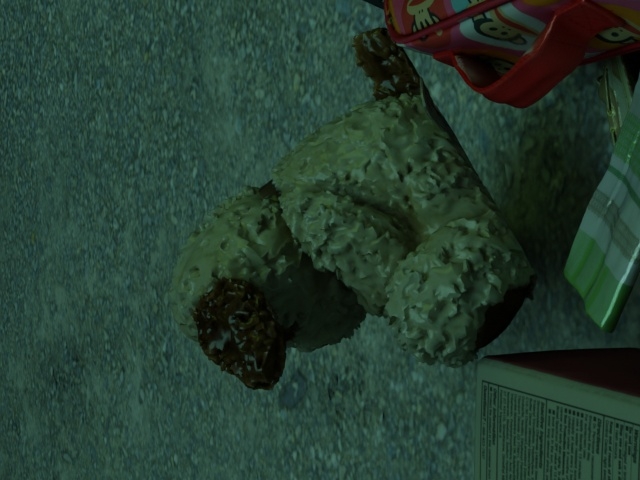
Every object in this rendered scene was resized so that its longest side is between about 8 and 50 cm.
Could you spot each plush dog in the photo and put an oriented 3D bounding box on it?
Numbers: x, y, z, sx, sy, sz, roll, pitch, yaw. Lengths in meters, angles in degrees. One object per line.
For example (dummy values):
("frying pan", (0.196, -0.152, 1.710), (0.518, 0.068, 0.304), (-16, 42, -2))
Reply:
("plush dog", (0.000, 0.000, 1.170), (0.211, 0.225, 0.262), (59, -175, -6))

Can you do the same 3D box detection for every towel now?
("towel", (0.179, -0.033, 1.006), (0.113, 0.023, 0.152), (-93, 23, -75))

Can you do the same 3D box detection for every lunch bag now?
("lunch bag", (0.146, -0.204, 1.032), (0.293, 0.120, 0.258), (-5, 69, 65))

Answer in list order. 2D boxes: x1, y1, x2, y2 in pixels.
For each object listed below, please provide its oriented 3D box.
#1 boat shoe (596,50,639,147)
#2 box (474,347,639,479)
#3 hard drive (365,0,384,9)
("boat shoe", (0.194, -0.095, 1.087), (0.045, 0.050, 0.135), (-19, 75, 57))
("box", (0.199, 0.150, 1.005), (0.232, 0.126, 0.149), (11, 101, 63))
("hard drive", (0.021, -0.311, 1.312), (0.172, 0.054, 0.255), (25, 134, 12))
